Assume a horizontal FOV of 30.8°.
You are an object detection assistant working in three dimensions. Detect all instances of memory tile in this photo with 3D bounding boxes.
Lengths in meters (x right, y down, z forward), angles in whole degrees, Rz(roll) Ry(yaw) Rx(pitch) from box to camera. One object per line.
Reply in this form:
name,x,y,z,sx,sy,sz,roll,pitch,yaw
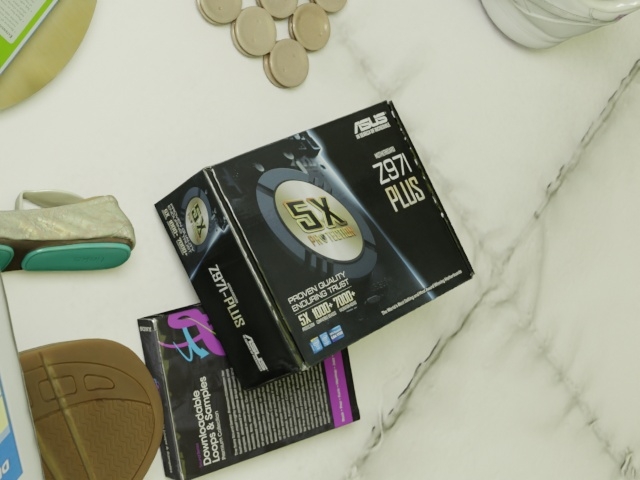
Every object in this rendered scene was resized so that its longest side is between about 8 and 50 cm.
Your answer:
memory tile,-0.027,-0.199,0.874,0.113,0.012,0.148,39,66,-30

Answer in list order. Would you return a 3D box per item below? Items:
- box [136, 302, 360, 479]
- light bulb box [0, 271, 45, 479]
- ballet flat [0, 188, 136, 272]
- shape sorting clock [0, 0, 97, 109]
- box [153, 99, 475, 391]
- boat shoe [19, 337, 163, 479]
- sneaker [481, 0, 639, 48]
box,-0.048,0.094,0.838,0.162,0.029,0.116,-12,95,-39
light bulb box,-0.301,0.061,0.364,0.358,0.225,0.361,-47,152,-40
ballet flat,-0.195,-0.005,0.722,0.168,0.057,0.052,-1,62,-41
shape sorting clock,-0.228,-0.177,0.699,0.206,0.040,0.206,-1,92,-41
box,0.000,0.000,0.822,0.180,0.077,0.147,-24,87,-38
boat shoe,-0.235,0.157,0.643,0.341,0.110,0.121,-32,102,-42
sneaker,0.147,-0.272,0.924,0.305,0.152,0.114,32,72,-31
